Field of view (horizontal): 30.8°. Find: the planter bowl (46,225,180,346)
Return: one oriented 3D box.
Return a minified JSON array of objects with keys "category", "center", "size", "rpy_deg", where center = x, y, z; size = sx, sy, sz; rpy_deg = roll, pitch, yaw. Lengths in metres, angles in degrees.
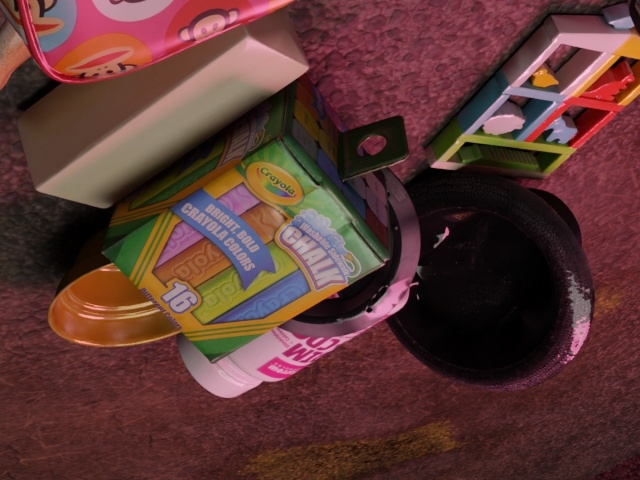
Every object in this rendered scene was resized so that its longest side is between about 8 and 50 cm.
[{"category":"planter bowl","center":[-0.221,0.037,1.378],"size":[0.217,0.090,0.217],"rpy_deg":[-13,151,-7]}]

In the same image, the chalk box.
[{"category":"chalk box","center":[-0.045,-0.046,1.171],"size":[0.289,0.180,0.179],"rpy_deg":[-32,117,19]}]

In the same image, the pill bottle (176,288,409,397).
[{"category":"pill bottle","center":[-0.041,0.082,1.484],"size":[0.283,0.160,0.160],"rpy_deg":[-34,148,28]}]

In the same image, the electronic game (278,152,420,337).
[{"category":"electronic game","center":[0.000,0.000,1.329],"size":[0.229,0.229,0.048],"rpy_deg":[-23,-172,10]}]

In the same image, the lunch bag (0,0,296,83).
[{"category":"lunch bag","center":[-0.067,-0.240,0.654],"size":[0.293,0.120,0.258],"rpy_deg":[-26,152,-17]}]

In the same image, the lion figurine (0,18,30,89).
[{"category":"lion figurine","center":[-0.225,-0.244,0.858],"size":[0.240,0.142,0.392],"rpy_deg":[-28,169,-15]}]

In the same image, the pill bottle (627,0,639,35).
[{"category":"pill bottle","center":[0.387,-0.206,1.087],"size":[0.162,0.278,0.162],"rpy_deg":[-13,151,-7]}]

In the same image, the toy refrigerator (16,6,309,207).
[{"category":"toy refrigerator","center":[-0.154,-0.142,1.099],"size":[0.270,0.094,0.102],"rpy_deg":[-31,156,25]}]

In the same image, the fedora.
[{"category":"fedora","center":[0.227,0.035,1.509],"size":[0.152,0.334,0.334],"rpy_deg":[-34,169,-43]}]

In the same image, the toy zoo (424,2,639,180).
[{"category":"toy zoo","center":[0.278,-0.171,1.349],"size":[0.192,0.030,0.293],"rpy_deg":[4,146,-34]}]
